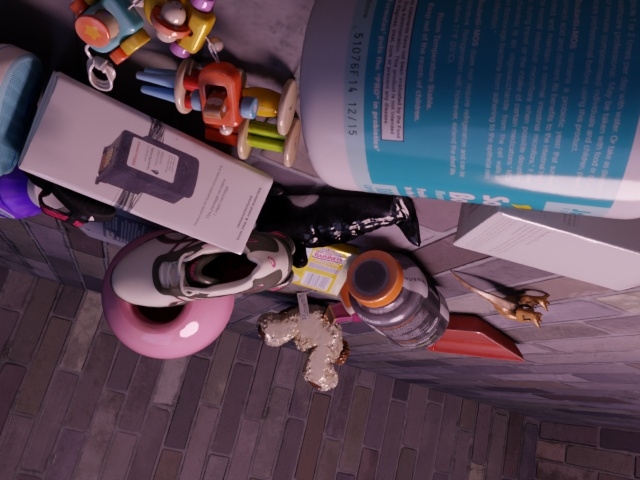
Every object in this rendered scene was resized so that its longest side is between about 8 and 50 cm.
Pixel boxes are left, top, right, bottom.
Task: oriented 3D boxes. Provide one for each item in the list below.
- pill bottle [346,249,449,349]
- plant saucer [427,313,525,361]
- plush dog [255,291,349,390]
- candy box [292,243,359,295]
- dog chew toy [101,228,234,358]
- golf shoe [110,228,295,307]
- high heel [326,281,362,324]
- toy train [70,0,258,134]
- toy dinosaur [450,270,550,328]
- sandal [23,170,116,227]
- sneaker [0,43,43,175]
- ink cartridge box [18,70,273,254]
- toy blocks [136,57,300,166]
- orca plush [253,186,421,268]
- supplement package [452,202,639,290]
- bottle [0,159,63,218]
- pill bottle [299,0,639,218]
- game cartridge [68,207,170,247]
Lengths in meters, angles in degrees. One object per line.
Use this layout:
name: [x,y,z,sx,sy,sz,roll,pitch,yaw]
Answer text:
pill bottle: [0.130,0.100,0.942,0.130,0.130,0.245,4,159,29]
plant saucer: [0.318,0.224,1.309,0.258,0.048,0.259,-3,155,42]
plush dog: [-0.013,0.239,1.460,0.262,0.210,0.225,41,178,6]
candy box: [-0.048,0.027,0.945,0.206,0.027,0.105,18,126,-10]
dog chew toy: [-0.245,0.088,0.962,0.206,0.207,0.332,15,177,-2]
golf shoe: [-0.172,0.033,0.725,0.273,0.105,0.120,-10,179,14]
high heel: [0.093,0.121,1.167,0.117,0.082,0.244,-14,154,-18]
toy train: [-0.137,-0.147,0.456,0.166,0.046,0.125,14,131,8]
toy dinosaur: [0.325,0.115,0.950,0.211,0.064,0.112,29,158,-37]
sandal: [-0.289,-0.044,0.621,0.179,0.040,0.067,25,180,42]
sneaker: [-0.405,-0.154,0.551,0.208,0.127,0.319,24,167,-27]
ink cartridge box: [-0.200,-0.083,0.618,0.237,0.100,0.172,24,179,-29]
toy blocks: [-0.099,-0.129,0.552,0.148,0.054,0.123,13,162,5]
orca plush: [0.000,0.000,0.784,0.287,0.102,0.151,5,160,25]
supplement package: [0.233,-0.032,0.513,0.179,0.105,0.105,16,162,-4]
bottle: [-0.544,-0.090,0.938,0.283,0.092,0.118,4,156,28]
pill bottle: [0.130,-0.092,0.341,0.264,0.146,0.146,8,161,19]
game cartridge: [-0.358,-0.040,1.016,0.198,0.062,0.297,23,160,-15]
